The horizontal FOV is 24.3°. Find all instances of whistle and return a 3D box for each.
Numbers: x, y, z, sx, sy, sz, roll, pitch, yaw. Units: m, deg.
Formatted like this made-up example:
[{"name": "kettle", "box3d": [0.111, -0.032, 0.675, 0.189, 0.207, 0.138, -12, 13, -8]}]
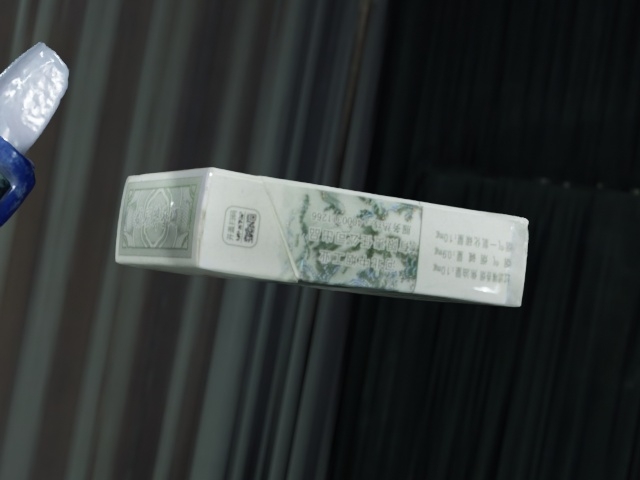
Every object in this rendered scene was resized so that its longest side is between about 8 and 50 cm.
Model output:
[{"name": "whistle", "box3d": [-0.085, -0.012, 0.335, 0.029, 0.083, 0.033, 13, -29, 40]}]

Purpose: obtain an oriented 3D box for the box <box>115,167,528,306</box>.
[{"name": "box", "box3d": [0.000, 0.000, 0.350, 0.083, 0.024, 0.054, 8, -2, -27]}]
